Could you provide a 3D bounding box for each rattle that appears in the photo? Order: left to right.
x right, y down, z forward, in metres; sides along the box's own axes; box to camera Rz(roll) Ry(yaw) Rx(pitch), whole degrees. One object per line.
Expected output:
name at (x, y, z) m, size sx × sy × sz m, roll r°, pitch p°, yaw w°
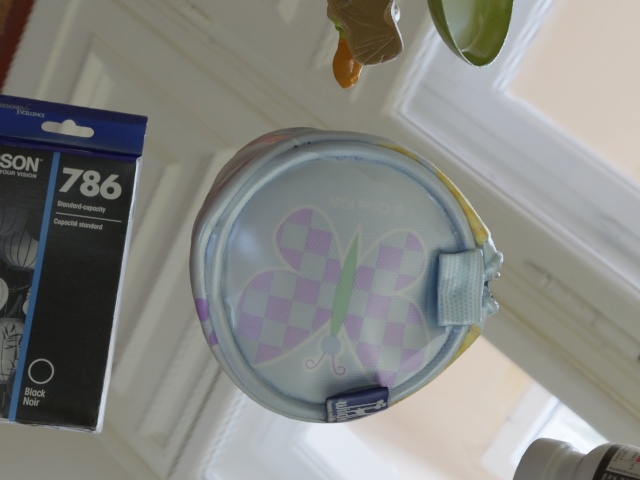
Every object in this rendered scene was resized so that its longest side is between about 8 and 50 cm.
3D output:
rattle at (0.084, -0.365, 1.916) m, size 0.200 × 0.130 × 0.143 m, roll -70°, pitch 147°, yaw -68°

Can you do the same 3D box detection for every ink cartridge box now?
ink cartridge box at (-0.270, 0.012, 1.065) m, size 0.065 × 0.165 × 0.333 m, roll 116°, pitch -21°, yaw -74°

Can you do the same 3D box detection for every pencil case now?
pencil case at (0.000, 0.000, 0.541) m, size 0.124 × 0.114 × 0.273 m, roll -13°, pitch -173°, yaw -4°

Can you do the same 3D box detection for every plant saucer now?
plant saucer at (0.184, -0.337, 1.378) m, size 0.241 × 0.037 × 0.241 m, roll -11°, pitch 102°, yaw -59°

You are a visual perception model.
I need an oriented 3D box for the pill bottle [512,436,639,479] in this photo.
pill bottle at (0.342, 0.296, 1.120) m, size 0.162 × 0.278 × 0.162 m, roll -20°, pitch 115°, yaw -53°

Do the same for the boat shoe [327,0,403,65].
boat shoe at (0.034, -0.215, 0.927) m, size 0.063 × 0.059 × 0.170 m, roll -12°, pitch 154°, yaw 2°
